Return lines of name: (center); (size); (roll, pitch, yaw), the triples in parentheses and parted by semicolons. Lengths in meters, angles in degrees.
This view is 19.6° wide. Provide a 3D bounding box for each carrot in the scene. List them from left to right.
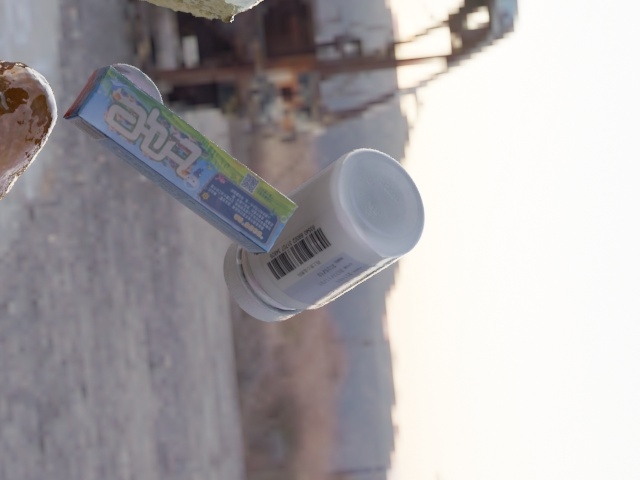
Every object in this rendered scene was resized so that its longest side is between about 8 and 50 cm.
carrot: (-0.314, -0.067, 1.500); (0.159, 0.225, 0.159); (56, 4, -5)

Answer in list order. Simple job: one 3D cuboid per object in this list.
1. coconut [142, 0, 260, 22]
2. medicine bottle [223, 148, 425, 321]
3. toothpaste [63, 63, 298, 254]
coconut: (-0.100, -0.280, 1.165); (0.245, 0.233, 0.233); (72, 11, -60)
medicine bottle: (0.000, 0.000, 1.641); (0.186, 0.102, 0.103); (-34, -127, 46)
toothpaste: (-0.105, -0.071, 1.479); (0.070, 0.193, 0.044); (-58, -160, -14)
